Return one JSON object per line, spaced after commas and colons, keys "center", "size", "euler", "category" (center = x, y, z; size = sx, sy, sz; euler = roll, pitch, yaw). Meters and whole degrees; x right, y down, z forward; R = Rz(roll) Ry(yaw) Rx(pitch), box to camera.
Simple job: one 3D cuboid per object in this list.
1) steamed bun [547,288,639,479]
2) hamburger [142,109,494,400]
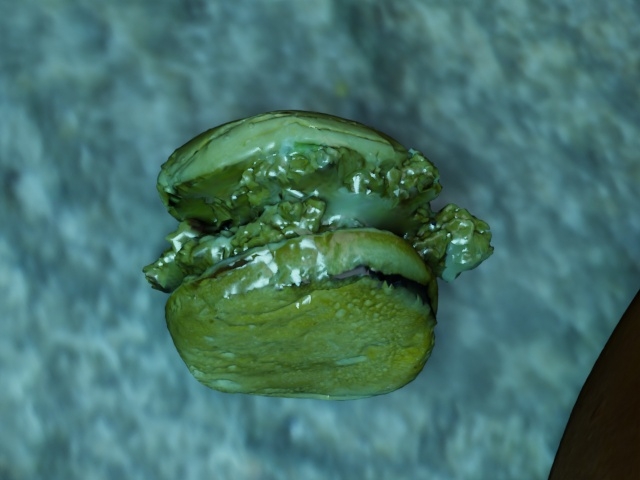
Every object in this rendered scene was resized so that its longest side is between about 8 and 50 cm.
{"center": [0.245, 0.154, 0.991], "size": [0.235, 0.248, 0.379], "euler": [30, 46, -13], "category": "steamed bun"}
{"center": [0.000, 0.000, 1.001], "size": [0.185, 0.159, 0.131], "euler": [1, 61, -5], "category": "hamburger"}
